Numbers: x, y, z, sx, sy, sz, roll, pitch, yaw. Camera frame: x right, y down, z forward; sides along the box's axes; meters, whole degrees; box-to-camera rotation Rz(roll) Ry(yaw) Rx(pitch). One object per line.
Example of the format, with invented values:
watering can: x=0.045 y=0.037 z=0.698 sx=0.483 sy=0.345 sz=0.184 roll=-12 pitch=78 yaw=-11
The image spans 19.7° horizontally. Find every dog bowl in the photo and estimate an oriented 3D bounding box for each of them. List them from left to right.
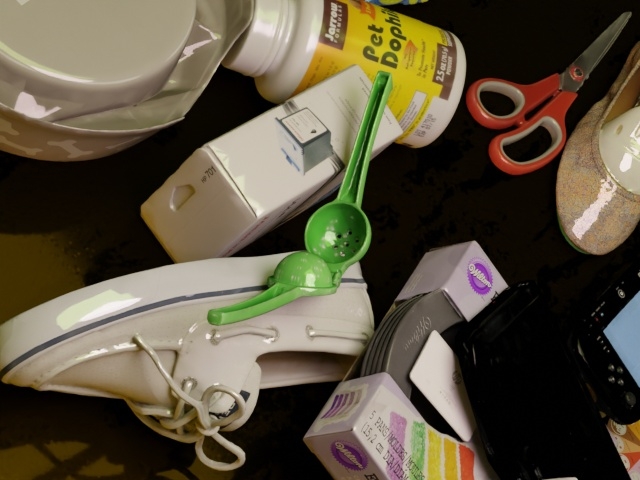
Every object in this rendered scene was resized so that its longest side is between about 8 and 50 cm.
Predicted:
dog bowl: x=-0.234 y=-0.224 z=1.600 sx=0.348 sy=0.102 sz=0.349 roll=14 pitch=58 yaw=-24

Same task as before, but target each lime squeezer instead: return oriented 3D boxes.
lime squeezer: x=0.000 y=0.000 z=1.481 sx=0.058 sy=0.110 sz=0.310 roll=25 pitch=49 yaw=13

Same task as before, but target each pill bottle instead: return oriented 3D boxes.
pill bottle: x=0.019 y=-0.169 z=1.712 sx=0.215 sy=0.117 sz=0.117 roll=16 pitch=57 yaw=-23

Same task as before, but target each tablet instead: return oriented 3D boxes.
tablet: x=0.108 y=0.120 z=1.523 sx=0.083 sy=0.006 sz=0.054 roll=50 pitch=50 yaw=-24

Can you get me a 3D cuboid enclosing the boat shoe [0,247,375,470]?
boat shoe: x=-0.094 y=0.108 z=1.497 sx=0.367 sy=0.136 sz=0.157 roll=-6 pitch=71 yaw=-44

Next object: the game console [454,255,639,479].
game console: x=0.245 y=0.108 z=1.638 sx=0.361 sy=0.044 sz=0.213 roll=-38 pitch=105 yaw=-48

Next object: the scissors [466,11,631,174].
scissors: x=0.261 y=-0.154 z=1.917 sx=0.297 sy=0.021 sz=0.109 roll=-27 pitch=78 yaw=-39

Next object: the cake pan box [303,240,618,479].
cake pan box: x=0.125 y=0.168 z=1.579 sx=0.267 sy=0.070 sz=0.246 roll=54 pitch=46 yaw=-19

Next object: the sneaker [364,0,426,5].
sneaker: x=0.041 y=-0.272 z=1.826 sx=0.188 sy=0.067 sz=0.078 roll=-8 pitch=48 yaw=-32

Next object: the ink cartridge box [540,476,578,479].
ink cartridge box: x=0.169 y=0.391 z=1.431 sx=0.309 sy=0.130 sz=0.272 roll=55 pitch=51 yaw=-20

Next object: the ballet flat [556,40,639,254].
ballet flat: x=0.327 y=-0.121 z=1.880 sx=0.107 sy=0.106 sz=0.316 roll=35 pitch=52 yaw=-10

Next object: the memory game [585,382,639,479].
memory game: x=0.315 y=0.198 z=1.759 sx=0.186 sy=0.012 sz=0.186 roll=14 pitch=59 yaw=-25

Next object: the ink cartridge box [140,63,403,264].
ink cartridge box: x=-0.043 y=-0.060 z=1.601 sx=0.190 sy=0.139 sz=0.082 roll=-34 pitch=87 yaw=-38
